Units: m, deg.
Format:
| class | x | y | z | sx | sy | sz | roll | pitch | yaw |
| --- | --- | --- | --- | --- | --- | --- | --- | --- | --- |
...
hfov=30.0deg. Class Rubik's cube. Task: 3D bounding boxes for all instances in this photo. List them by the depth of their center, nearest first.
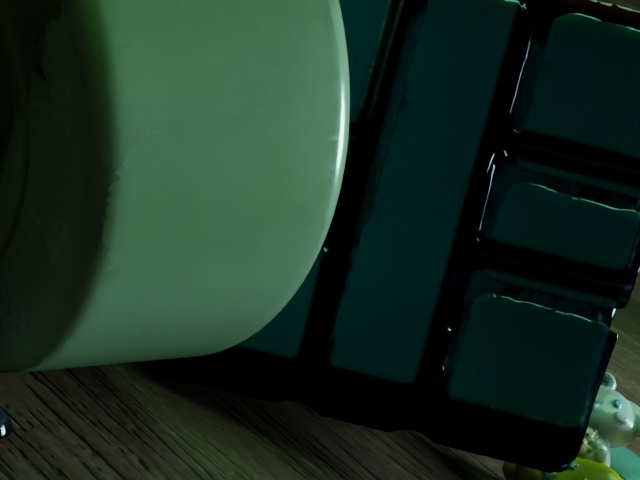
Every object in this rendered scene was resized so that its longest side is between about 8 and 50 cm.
| class | x | y | z | sx | sy | sz | roll | pitch | yaw |
| --- | --- | --- | --- | --- | --- | --- | --- | --- | --- |
| Rubik's cube | 0.055 | -0.046 | 0.808 | 0.284 | 0.288 | 0.293 | 16 | 9 | 0 |

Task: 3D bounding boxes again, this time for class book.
| class | x | y | z | sx | sy | sz | roll | pitch | yaw |
| --- | --- | --- | --- | --- | --- | --- | --- | --- | --- |
| book | 0.244 | 0.186 | 1.086 | 0.135 | 0.017 | 0.103 | 35 | 14 | 38 |

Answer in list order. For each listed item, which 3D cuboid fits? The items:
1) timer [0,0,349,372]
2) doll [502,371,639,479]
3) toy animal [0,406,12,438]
| class | x | y | z | sx | sy | sz | roll | pitch | yaw |
| --- | --- | --- | --- | --- | --- | --- | --- | --- | --- |
| timer | -0.193 | -0.056 | 0.514 | 0.315 | 0.290 | 0.291 | -15 | 39 | -43 |
| doll | 0.199 | 0.148 | 0.863 | 0.135 | 0.113 | 0.071 | -6 | -37 | 9 |
| toy animal | -0.145 | 0.073 | 0.413 | 0.108 | 0.062 | 0.220 | 26 | 3 | -10 |
